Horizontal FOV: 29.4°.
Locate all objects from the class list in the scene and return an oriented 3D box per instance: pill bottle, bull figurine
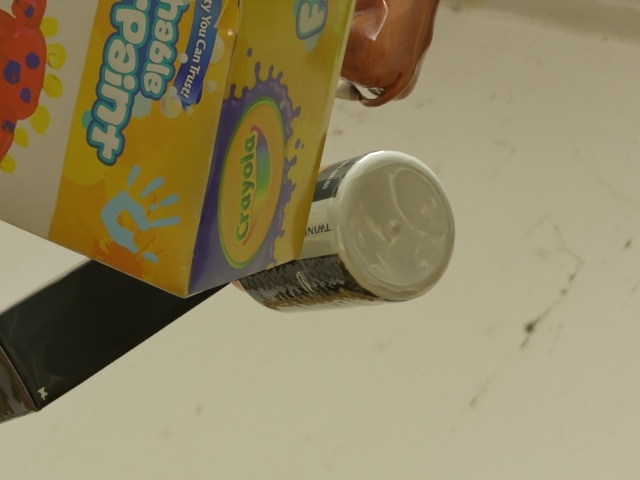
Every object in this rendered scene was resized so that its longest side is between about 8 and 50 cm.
[{"bbox_3d":[0.000,0.000,1.110,0.130,0.130,0.245,52,-30,-16],"label":"pill bottle"},{"bbox_3d":[0.073,-0.277,1.274,0.188,0.310,0.101,-1,-29,45],"label":"bull figurine"}]

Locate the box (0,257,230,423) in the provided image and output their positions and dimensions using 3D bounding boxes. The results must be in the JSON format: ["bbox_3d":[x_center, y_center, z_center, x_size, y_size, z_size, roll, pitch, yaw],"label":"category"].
[{"bbox_3d":[-0.241,0.078,1.235,0.184,0.261,0.103,-20,-79,51],"label":"box"}]

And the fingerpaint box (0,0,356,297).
[{"bbox_3d":[-0.157,-0.236,0.861,0.371,0.163,0.445,20,-71,25],"label":"fingerpaint box"}]
